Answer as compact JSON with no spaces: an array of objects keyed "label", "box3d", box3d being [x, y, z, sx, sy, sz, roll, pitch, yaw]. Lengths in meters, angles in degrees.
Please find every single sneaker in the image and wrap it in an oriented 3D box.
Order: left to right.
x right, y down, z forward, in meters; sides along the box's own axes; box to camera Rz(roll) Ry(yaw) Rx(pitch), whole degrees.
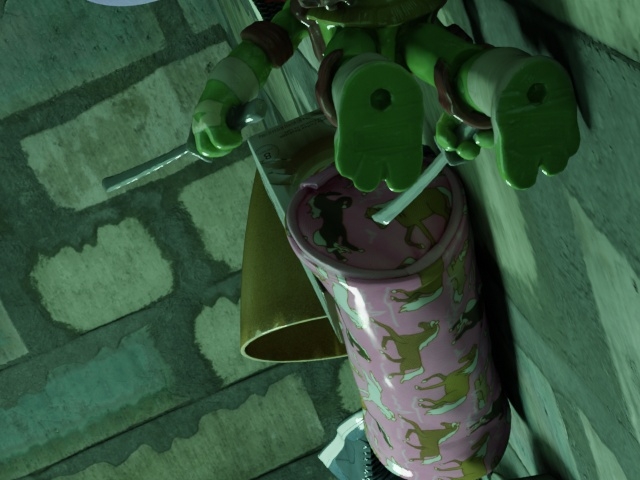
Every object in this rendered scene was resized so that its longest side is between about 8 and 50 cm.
[{"label":"sneaker","box3d":[-0.075,-0.327,1.773,0.161,0.057,0.075,65,171,-9]},{"label":"sneaker","box3d":[0.089,0.298,1.757,0.163,0.086,0.226,52,154,15]}]

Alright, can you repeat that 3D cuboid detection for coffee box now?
[{"label":"coffee box","box3d":[0.033,-0.029,1.437,0.098,0.141,0.246,72,173,-49]}]

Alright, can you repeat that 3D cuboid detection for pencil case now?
[{"label":"pencil case","box3d":[0.084,0.083,1.259,0.386,0.160,0.167,70,-157,-48]}]

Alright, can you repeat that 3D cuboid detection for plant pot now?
[{"label":"plant pot","box3d":[0.000,0.000,1.648,0.237,0.237,0.254,78,-179,-73]}]

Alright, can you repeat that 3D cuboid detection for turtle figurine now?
[{"label":"turtle figurine","box3d":[0.032,-0.068,0.827,0.198,0.274,0.266,31,-172,-24]}]

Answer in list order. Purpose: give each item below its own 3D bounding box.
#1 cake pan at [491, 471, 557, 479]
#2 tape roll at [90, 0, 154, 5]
[{"label":"cake pan","box3d":[0.251,0.353,1.305,0.293,0.054,0.293,157,90,-86]},{"label":"tape roll","box3d":[-0.256,-0.456,1.880,0.275,0.275,0.090,74,171,-63]}]
